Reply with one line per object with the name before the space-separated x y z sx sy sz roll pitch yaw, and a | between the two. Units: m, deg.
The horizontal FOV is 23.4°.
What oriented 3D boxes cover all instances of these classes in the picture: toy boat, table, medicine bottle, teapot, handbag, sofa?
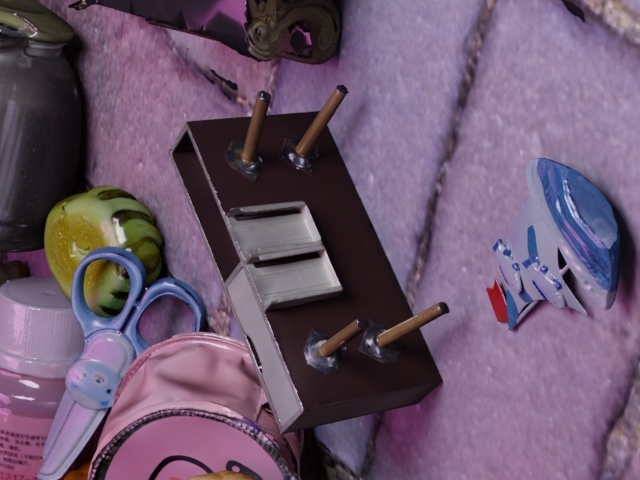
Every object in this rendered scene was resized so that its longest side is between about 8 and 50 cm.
toy boat | 0.145 0.000 0.992 0.149 0.034 0.105 159 98 -68
table | 0.000 0.000 1.114 0.111 0.122 0.240 -51 56 49
medicine bottle | -0.282 0.167 1.551 0.147 0.147 0.247 28 115 51
teapot | -0.328 -0.140 1.550 0.240 0.321 0.239 24 105 8
handbag | -0.096 0.181 1.241 0.179 0.116 0.205 27 121 -2
sofa | -0.059 -0.268 1.150 0.200 0.182 0.258 19 114 34

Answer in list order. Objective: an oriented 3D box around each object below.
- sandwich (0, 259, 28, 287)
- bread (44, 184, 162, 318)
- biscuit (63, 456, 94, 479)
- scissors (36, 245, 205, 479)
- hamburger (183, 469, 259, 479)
sandwich | -0.401 0.115 1.711 0.227 0.155 0.198 28 118 50
bread | -0.201 0.009 1.457 0.139 0.071 0.130 -41 66 44
biscuit | -0.193 0.363 1.406 0.318 0.111 0.312 -83 -10 -87
scissors | -0.204 0.126 1.430 0.125 0.030 0.256 29 116 -1
hamburger | -0.060 0.282 1.116 0.330 0.162 0.209 17 118 20
